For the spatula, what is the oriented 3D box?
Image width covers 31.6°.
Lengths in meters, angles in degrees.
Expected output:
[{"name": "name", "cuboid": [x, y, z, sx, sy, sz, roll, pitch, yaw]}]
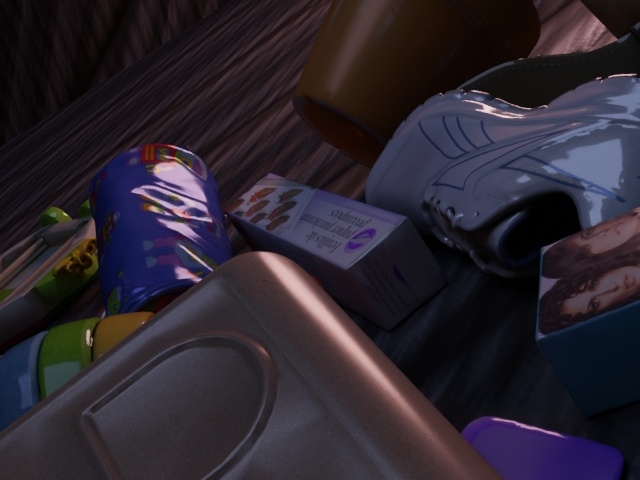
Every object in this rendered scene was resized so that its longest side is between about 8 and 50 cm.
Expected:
[{"name": "spatula", "cuboid": [0.167, 0.115, 0.495, 0.296, 0.030, 0.084, -10, 33, 49]}]

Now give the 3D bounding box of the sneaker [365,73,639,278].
[{"name": "sneaker", "cuboid": [0.125, -0.036, 0.803, 0.297, 0.111, 0.129, -7, 40, 54]}]

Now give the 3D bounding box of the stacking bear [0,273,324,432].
[{"name": "stacking bear", "cuboid": [-0.119, 0.117, 0.771, 0.289, 0.175, 0.164, -21, -7, 3]}]

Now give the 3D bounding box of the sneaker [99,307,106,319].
[{"name": "sneaker", "cuboid": [-0.159, 0.067, 1.079, 0.067, 0.064, 0.175, -10, 33, 31]}]

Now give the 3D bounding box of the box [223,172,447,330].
[{"name": "box", "cuboid": [0.000, 0.000, 0.971, 0.063, 0.067, 0.324, -40, 20, -11]}]

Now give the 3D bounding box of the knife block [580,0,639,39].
[{"name": "knife block", "cuboid": [0.271, -0.279, 0.931, 0.088, 0.275, 0.242, -39, -9, -12]}]

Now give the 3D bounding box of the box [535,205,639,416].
[{"name": "box", "cuboid": [0.236, 0.003, 0.593, 0.244, 0.060, 0.100, -25, 22, 25]}]

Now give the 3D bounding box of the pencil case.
[{"name": "pencil case", "cuboid": [-0.130, 0.021, 0.989, 0.119, 0.133, 0.306, -66, 23, 21]}]

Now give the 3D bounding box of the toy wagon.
[{"name": "toy wagon", "cuboid": [-0.369, 0.054, 1.433, 0.344, 0.068, 0.267, -7, 34, 51]}]

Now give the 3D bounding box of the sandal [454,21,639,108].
[{"name": "sandal", "cuboid": [0.213, -0.116, 0.917, 0.240, 0.088, 0.079, -22, -9, 14]}]

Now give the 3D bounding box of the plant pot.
[{"name": "plant pot", "cuboid": [0.075, -0.174, 1.085, 0.188, 0.205, 0.205, -56, 24, -11]}]

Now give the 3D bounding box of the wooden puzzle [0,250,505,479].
[{"name": "wooden puzzle", "cuboid": [-0.084, 0.185, 0.575, 0.348, 0.080, 0.322, -34, 39, -10]}]
